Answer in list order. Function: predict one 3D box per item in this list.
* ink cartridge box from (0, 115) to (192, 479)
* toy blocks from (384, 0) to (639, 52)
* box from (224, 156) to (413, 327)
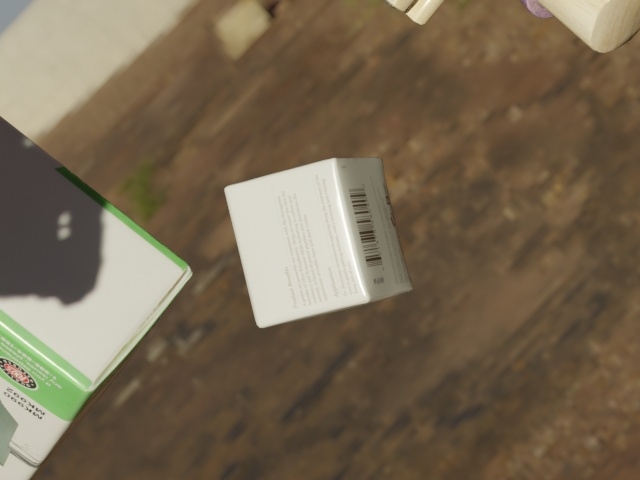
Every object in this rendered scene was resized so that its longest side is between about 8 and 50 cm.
[{"bbox_3d":[-0.236,0.047,1.371,0.121,0.211,0.289,-53,1,-29],"label":"ink cartridge box"},{"bbox_3d":[0.080,-0.282,0.938,0.309,0.260,0.288,-50,-34,11],"label":"toy blocks"},{"bbox_3d":[0.000,0.000,1.363,0.087,0.101,0.102,-15,-3,20],"label":"box"}]
